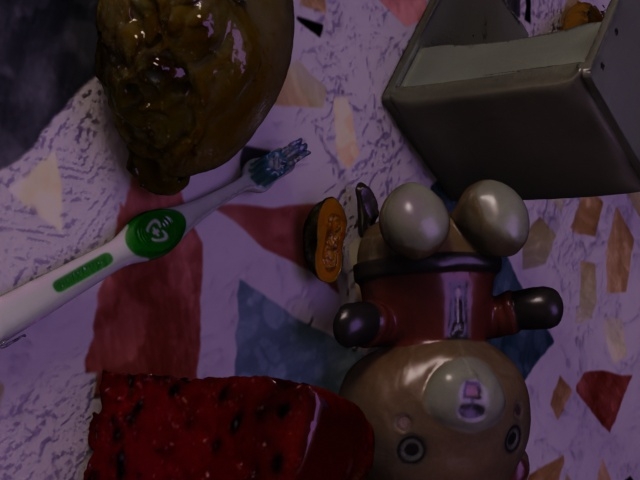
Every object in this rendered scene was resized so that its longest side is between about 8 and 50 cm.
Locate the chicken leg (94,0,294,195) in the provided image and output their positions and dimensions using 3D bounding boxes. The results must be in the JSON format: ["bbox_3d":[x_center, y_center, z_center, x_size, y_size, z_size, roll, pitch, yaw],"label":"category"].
[{"bbox_3d":[-0.087,-0.255,1.304,0.201,0.153,0.429,49,44,-53],"label":"chicken leg"}]

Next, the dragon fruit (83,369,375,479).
[{"bbox_3d":[-0.115,0.243,1.236,0.330,0.240,0.302,-59,163,-7],"label":"dragon fruit"}]

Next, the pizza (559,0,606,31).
[{"bbox_3d":[0.339,-0.189,1.872,0.226,0.069,0.147,55,27,-38],"label":"pizza"}]

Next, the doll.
[{"bbox_3d":[0.105,0.105,1.488,0.235,0.174,0.329,0,88,-29],"label":"doll"}]

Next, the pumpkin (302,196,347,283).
[{"bbox_3d":[0.000,0.000,1.464,0.050,0.028,0.083,19,71,-55],"label":"pumpkin"}]

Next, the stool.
[{"bbox_3d":[0.242,-0.192,1.606,0.170,0.244,0.269,53,50,-36],"label":"stool"}]

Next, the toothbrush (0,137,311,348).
[{"bbox_3d":[-0.149,0.000,1.281,0.418,0.040,0.042,-32,91,-43],"label":"toothbrush"}]
